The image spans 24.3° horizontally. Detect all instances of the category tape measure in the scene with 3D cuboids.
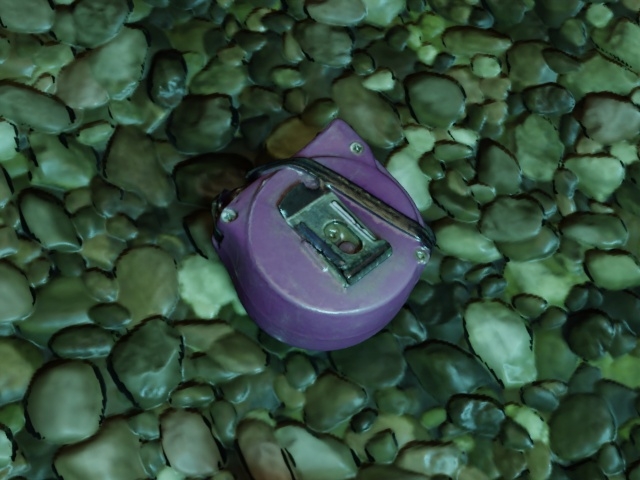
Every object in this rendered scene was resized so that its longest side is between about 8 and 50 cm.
[{"bbox_3d":[0.000,0.000,0.878,0.125,0.074,0.118,44,63,14],"label":"tape measure"}]
